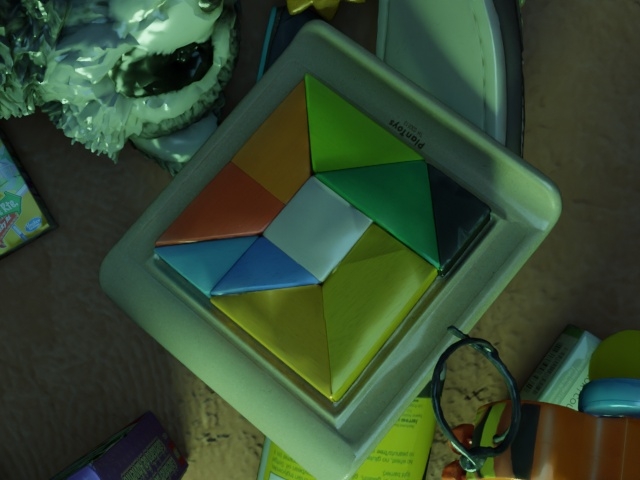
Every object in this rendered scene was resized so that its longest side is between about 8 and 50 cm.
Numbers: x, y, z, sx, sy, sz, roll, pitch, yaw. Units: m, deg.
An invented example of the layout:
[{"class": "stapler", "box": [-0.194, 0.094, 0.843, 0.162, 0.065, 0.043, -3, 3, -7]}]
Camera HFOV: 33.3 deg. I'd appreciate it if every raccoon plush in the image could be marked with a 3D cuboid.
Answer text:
[{"class": "raccoon plush", "box": [-0.258, -0.182, 0.752, 0.446, 0.299, 0.216, 21, 91, 37]}]

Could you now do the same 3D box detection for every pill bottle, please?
[{"class": "pill bottle", "box": [0.013, 0.172, 0.750, 0.119, 0.119, 0.209, 11, 91, 0]}]

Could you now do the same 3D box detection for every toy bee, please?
[{"class": "toy bee", "box": [0.164, 0.135, 0.689, 0.298, 0.162, 0.195, 43, 60, -13]}]

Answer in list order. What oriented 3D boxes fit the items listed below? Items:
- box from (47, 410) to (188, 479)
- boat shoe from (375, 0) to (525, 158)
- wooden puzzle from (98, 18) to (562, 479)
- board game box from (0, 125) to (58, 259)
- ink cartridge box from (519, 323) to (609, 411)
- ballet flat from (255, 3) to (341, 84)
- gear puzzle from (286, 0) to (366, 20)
[{"class": "box", "box": [-0.233, 0.231, 0.711, 0.293, 0.201, 0.057, -35, 90, 1]}, {"class": "boat shoe", "box": [0.095, -0.172, 0.752, 0.096, 0.116, 0.324, -11, 89, -41]}, {"class": "wooden puzzle", "box": [0.000, 0.000, 0.689, 0.221, 0.044, 0.239, 38, 87, 17]}, {"class": "board game box", "box": [-0.289, -0.017, 0.794, 0.154, 0.026, 0.103, -30, 90, 1]}, {"class": "ink cartridge box", "box": [0.239, 0.165, 0.778, 0.209, 0.062, 0.109, 36, 91, 0]}, {"class": "ballet flat", "box": [-0.030, -0.069, 0.774, 0.074, 0.074, 0.203, 17, 89, 0]}, {"class": "gear puzzle", "box": [-0.046, -0.303, 0.680, 0.175, 0.044, 0.339, -13, 106, 10]}]
